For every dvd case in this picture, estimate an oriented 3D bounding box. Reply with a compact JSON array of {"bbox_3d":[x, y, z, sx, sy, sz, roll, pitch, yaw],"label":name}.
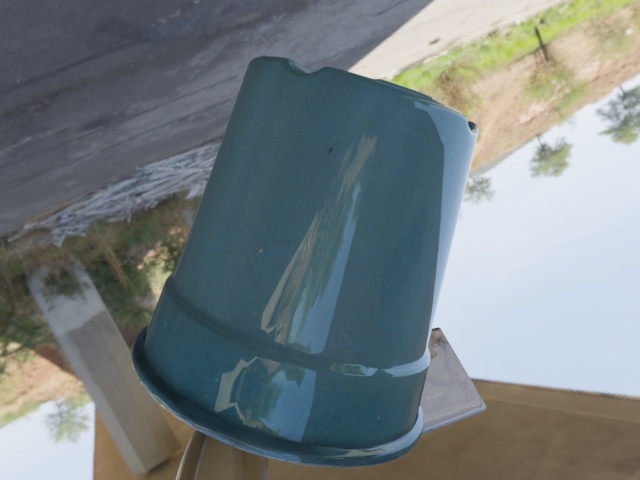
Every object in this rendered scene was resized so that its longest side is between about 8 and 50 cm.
[{"bbox_3d":[0.175,0.255,0.958,0.252,0.181,0.022,-3,144,-36],"label":"dvd case"}]

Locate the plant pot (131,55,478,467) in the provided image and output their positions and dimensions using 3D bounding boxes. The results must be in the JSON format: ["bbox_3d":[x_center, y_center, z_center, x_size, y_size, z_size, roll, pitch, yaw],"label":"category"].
[{"bbox_3d":[0.000,0.000,0.585,0.340,0.335,0.341,16,-170,-3],"label":"plant pot"}]

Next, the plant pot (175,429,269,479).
[{"bbox_3d":[-0.101,0.272,0.542,0.032,0.237,0.236,-1,-170,10],"label":"plant pot"}]
